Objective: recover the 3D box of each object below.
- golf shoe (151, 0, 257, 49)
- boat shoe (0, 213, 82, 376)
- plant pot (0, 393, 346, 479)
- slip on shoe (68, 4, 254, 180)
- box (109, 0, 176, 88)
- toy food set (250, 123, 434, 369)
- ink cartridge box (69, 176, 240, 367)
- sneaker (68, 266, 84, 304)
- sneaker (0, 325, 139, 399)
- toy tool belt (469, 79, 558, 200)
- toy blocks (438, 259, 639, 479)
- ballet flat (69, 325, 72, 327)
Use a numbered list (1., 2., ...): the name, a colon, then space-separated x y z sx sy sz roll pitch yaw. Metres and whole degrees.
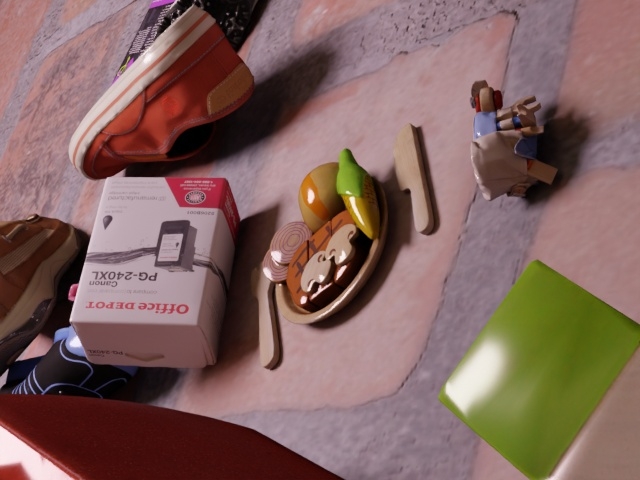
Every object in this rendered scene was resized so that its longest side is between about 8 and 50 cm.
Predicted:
1. golf shoe: -0.099 -0.252 1.311 0.198 0.077 0.094 -47 20 8
2. boat shoe: -0.327 0.026 1.299 0.122 0.120 0.324 -49 14 8
3. plant pot: -0.101 0.221 0.661 0.267 0.236 0.267 18 79 49
4. slip on shoe: -0.159 -0.116 1.241 0.123 0.101 0.331 -50 10 -28
5. box: -0.183 -0.212 1.438 0.116 0.029 0.162 6 68 59
6. toy food set: 0.000 0.000 0.951 0.192 0.038 0.132 -43 33 27
7. ink cartridge box: -0.133 0.024 1.058 0.109 0.063 0.150 1 54 8
8. sneaker: -0.192 0.036 1.200 0.119 0.057 0.047 -38 34 32
9. sneaker: -0.232 0.144 1.148 0.232 0.081 0.090 -29 42 53
10. toy tool belt: 0.125 -0.067 0.820 0.051 0.052 0.083 -8 55 17
11. toy blocks: 0.211 0.167 0.279 0.191 0.261 0.381 -56 36 3
12. ballet flat: -0.168 0.060 1.144 0.168 0.052 0.057 -37 36 34
